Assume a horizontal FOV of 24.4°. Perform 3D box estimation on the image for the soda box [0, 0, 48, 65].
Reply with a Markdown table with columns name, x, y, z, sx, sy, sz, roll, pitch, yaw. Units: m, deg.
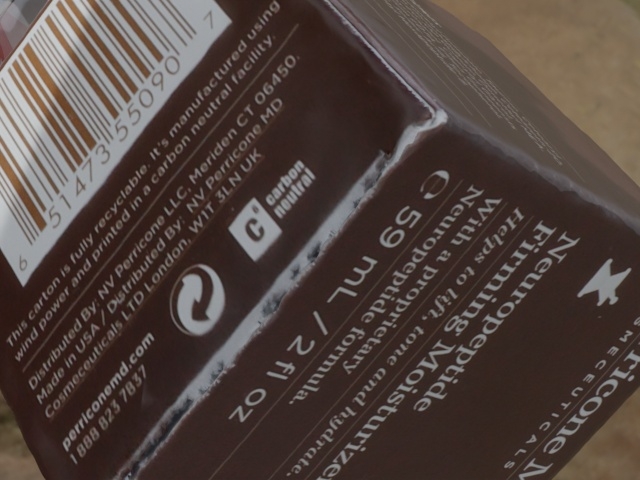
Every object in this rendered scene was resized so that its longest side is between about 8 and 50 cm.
| name | x | y | z | sx | sy | sz | roll | pitch | yaw |
| --- | --- | --- | --- | --- | --- | --- | --- | --- | --- |
| soda box | -0.175 | -0.088 | 0.735 | 0.092 | 0.083 | 0.263 | -6 | 29 | 9 |

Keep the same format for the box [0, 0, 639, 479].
| name | x | y | z | sx | sy | sz | roll | pitch | yaw |
| --- | --- | --- | --- | --- | --- | --- | --- | --- | --- |
| box | 0.000 | 0.000 | 0.525 | 0.203 | 0.168 | 0.167 | 22 | 23 | -49 |
